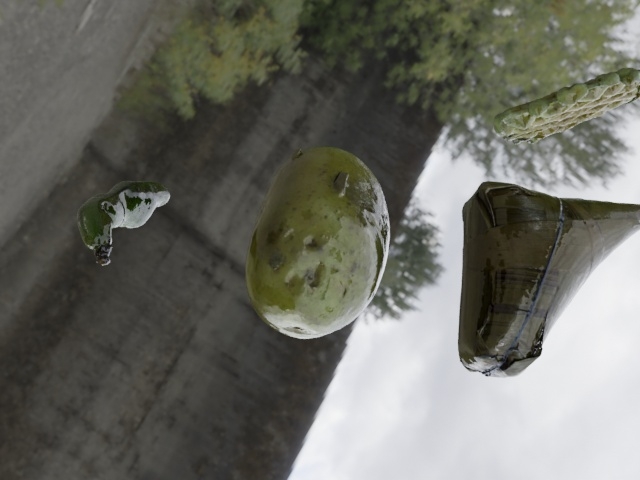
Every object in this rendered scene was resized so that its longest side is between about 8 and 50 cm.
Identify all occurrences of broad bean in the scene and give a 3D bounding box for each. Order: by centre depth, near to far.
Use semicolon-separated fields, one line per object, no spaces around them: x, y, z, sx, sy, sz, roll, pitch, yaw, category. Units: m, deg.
-0.219;-0.031;1.036;0.046;0.061;0.195;-32;-167;20;broad bean

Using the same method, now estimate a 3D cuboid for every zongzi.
0.322;0.060;1.242;0.123;0.289;0.260;124;-28;-68;zongzi

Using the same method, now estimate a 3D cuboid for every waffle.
0.291;-0.157;1.112;0.183;0.036;0.169;-20;173;14;waffle

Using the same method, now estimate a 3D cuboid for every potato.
0.000;-0.002;1.019;0.228;0.148;0.197;-45;130;-83;potato
